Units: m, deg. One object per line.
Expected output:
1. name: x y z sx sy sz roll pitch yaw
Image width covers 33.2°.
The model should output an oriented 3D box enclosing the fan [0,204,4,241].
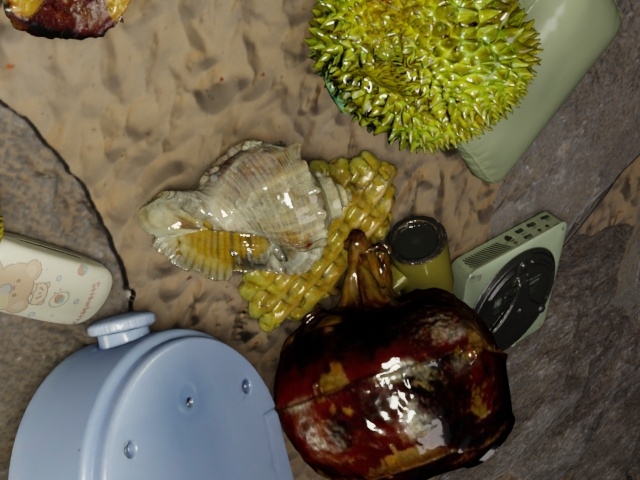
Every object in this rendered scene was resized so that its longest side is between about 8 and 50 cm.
1. fan: -0.327 -0.055 0.998 0.039 0.082 0.155 -18 122 -45

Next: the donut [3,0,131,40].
1. donut: -0.229 -0.242 0.949 0.140 0.059 0.140 -30 140 -28

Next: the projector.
1. projector: 0.322 0.103 1.896 0.257 0.079 0.259 -26 137 -32

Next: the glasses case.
1. glasses case: -0.303 0.041 1.130 0.204 0.051 0.081 20 103 -55

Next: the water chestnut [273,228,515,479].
1. water chestnut: 0.080 0.158 1.430 0.335 0.347 0.335 -23 179 0

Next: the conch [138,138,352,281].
1. conch: -0.086 -0.027 1.241 0.245 0.163 0.178 -8 116 -8

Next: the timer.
1. timer: -0.200 0.270 1.258 0.395 0.173 0.395 25 60 -53

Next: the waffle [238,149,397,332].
1. waffle: 0.001 0.001 1.452 0.291 0.051 0.291 -28 139 -27

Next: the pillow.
1. pillow: 0.288 -0.250 1.494 0.322 0.119 0.255 -52 146 -1

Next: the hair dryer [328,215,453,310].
1. hair dryer: 0.078 0.089 1.608 0.278 0.090 0.135 -35 145 -13

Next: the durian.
1. durian: 0.104 -0.222 1.199 0.224 0.291 0.291 -33 144 -3
